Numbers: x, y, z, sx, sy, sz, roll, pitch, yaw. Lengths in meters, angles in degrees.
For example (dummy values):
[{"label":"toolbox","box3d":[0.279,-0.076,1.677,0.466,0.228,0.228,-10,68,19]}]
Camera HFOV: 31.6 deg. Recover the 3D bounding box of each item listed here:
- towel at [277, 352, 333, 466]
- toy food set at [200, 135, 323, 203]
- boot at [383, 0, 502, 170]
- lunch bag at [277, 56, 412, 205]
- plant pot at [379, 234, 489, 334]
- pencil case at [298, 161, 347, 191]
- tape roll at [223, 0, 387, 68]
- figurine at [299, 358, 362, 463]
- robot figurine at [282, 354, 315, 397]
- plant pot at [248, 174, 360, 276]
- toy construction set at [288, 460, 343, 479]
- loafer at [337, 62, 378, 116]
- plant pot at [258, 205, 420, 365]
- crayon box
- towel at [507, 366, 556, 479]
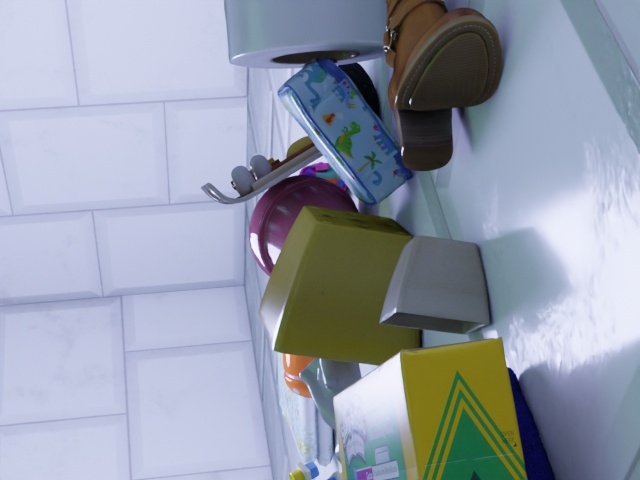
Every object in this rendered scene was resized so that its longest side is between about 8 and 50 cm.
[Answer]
[{"label":"towel","box3d":[-0.033,0.289,2.594,0.320,0.090,0.375,-128,34,-69]},{"label":"toy food set","box3d":[-0.066,-0.160,1.941,0.092,0.306,0.220,60,173,-5]},{"label":"boot","box3d":[0.128,-0.234,1.270,0.283,0.109,0.220,87,179,-66]},{"label":"lunch bag","box3d":[0.032,-0.156,1.625,0.219,0.090,0.176,52,175,-6]},{"label":"plant pot","box3d":[0.135,0.050,1.317,0.109,0.109,0.096,126,151,-77]},{"label":"pencil case","box3d":[-0.007,-0.066,2.191,0.236,0.104,0.104,109,155,-66]},{"label":"tape roll","box3d":[-0.014,-0.344,1.611,0.246,0.246,0.169,-176,81,-81]},{"label":"figurine","box3d":[0.071,0.284,1.668,0.215,0.092,0.209,42,-161,-45]},{"label":"robot figurine","box3d":[-0.015,0.223,2.284,0.128,0.158,0.220,-29,-60,-61]},{"label":"plant pot","box3d":[0.000,0.000,1.927,0.180,0.201,0.201,-153,58,-62]},{"label":"toy construction set","box3d":[0.019,0.566,2.159,0.215,0.151,0.328,52,163,28]},{"label":"loafer","box3d":[0.056,-0.174,1.783,0.078,0.076,0.223,127,135,-66]},{"label":"plant pot","box3d":[0.038,0.059,1.667,0.212,0.212,0.187,-127,47,-74]},{"label":"crayon box","box3d":[0.108,0.279,1.098,0.363,0.106,0.313,123,141,-74]},{"label":"towel","box3d":[0.189,0.309,1.160,0.228,0.076,0.308,96,166,-48]}]
